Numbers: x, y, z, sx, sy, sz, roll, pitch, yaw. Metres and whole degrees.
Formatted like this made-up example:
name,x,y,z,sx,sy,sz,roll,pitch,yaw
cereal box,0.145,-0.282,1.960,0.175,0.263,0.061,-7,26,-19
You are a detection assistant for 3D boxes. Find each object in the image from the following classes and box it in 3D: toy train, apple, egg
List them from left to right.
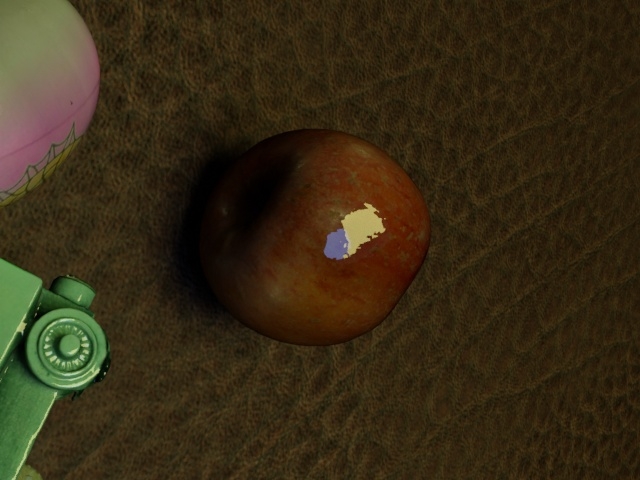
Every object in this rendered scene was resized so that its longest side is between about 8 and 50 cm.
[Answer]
name,x,y,z,sx,sy,sz,roll,pitch,yaw
toy train,-0.304,0.139,1.004,0.202,0.120,0.301,28,66,-11
egg,-0.296,-0.116,0.987,0.271,0.196,0.196,-40,122,-46
apple,0.000,0.000,1.319,0.253,0.253,0.253,-5,96,-51

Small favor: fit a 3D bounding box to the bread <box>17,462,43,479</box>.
name,x,y,z,sx,sy,sz,roll,pitch,yaw
bread,-0.315,0.313,1.111,0.207,0.056,0.286,-7,99,-49
